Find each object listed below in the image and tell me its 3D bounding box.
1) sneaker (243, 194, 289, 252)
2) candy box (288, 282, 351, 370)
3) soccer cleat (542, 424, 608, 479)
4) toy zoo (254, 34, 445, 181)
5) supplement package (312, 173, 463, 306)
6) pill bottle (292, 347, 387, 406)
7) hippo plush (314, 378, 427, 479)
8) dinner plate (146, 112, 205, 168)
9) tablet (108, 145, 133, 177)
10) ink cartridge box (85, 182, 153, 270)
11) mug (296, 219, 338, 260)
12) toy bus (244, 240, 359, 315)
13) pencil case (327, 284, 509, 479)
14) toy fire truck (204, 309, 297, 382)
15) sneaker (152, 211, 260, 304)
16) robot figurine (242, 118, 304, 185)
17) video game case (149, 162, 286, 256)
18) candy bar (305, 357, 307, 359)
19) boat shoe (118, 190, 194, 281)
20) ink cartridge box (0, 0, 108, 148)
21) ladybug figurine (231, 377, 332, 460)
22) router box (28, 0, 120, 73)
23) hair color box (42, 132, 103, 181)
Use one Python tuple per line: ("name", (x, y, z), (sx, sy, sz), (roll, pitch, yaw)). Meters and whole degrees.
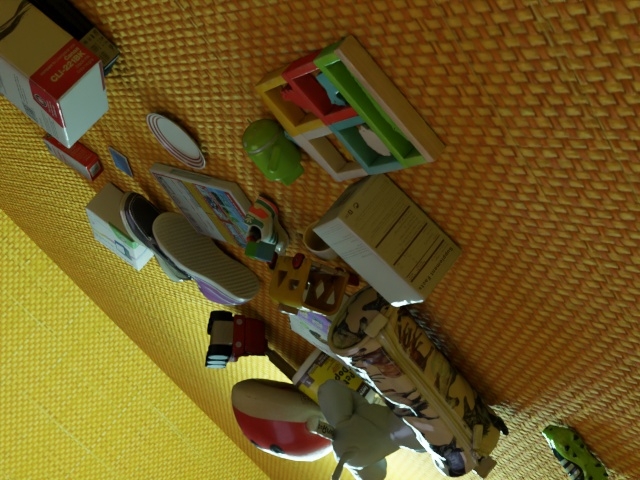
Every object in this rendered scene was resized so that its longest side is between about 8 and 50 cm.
("sneaker", (-0.108, -0.014, 1.712), (0.057, 0.075, 0.161), (30, 157, 25))
("candy box", (0.017, 0.163, 1.869), (0.165, 0.070, 0.196), (33, 157, 17))
("soccer cleat", (0.457, 0.395, 1.632), (0.179, 0.060, 0.072), (56, 164, -21))
("toy zoo", (0.021, -0.167, 1.253), (0.192, 0.030, 0.293), (47, 157, -19))
("supplement package", (0.099, 0.000, 1.354), (0.179, 0.105, 0.105), (44, 158, -10))
("pill bottle", (0.048, 0.347, 2.119), (0.215, 0.117, 0.117), (38, 159, 4))
("hippo plush", (0.135, 0.368, 1.916), (0.234, 0.237, 0.294), (70, -170, 24))
("dinner plate", (-0.266, -0.189, 1.707), (0.141, 0.017, 0.141), (33, 157, 16))
("tablet", (-0.446, -0.176, 2.046), (0.054, 0.006, 0.083), (33, 157, 17))
("ink cartridge box", (-0.493, -0.031, 2.297), (0.154, 0.093, 0.212), (37, 161, 6))
("mug", (0.004, 0.000, 1.591), (0.078, 0.062, 0.064), (55, 177, 29))
("toy bus", (-0.042, 0.082, 1.653), (0.191, 0.104, 0.202), (14, 172, 16))
("pencil case", (0.176, 0.256, 1.663), (0.410, 0.160, 0.183), (50, 165, -25))
("toy fire truck", (-0.169, 0.281, 2.356), (0.247, 0.158, 0.217), (4, 162, -9))
("sneaker", (-0.284, 0.057, 2.084), (0.282, 0.102, 0.161), (43, 154, -11))
("robot figurine", (-0.075, -0.139, 1.416), (0.115, 0.067, 0.101), (51, 180, -28))
("video game case", (-0.213, -0.061, 1.863), (0.285, 0.025, 0.204), (17, 149, 46))
("candy bar", (0.017, 0.350, 2.316), (0.040, 0.018, 0.161), (7, 141, 55))
("boat shoe", (-0.359, -0.008, 2.124), (0.092, 0.102, 0.285), (-1, 136, 33))
("ink cartridge box", (-0.514, -0.316, 1.595), (0.273, 0.114, 0.197), (38, 161, 4))
("ladybug figurine", (-0.080, 0.453, 2.316), (0.305, 0.161, 0.449), (13, 174, -13))
("router box", (-0.443, -0.362, 1.611), (0.179, 0.046, 0.133), (45, 159, -12))
("hair color box", (-0.586, -0.205, 2.168), (0.141, 0.043, 0.072), (33, 158, 15))
